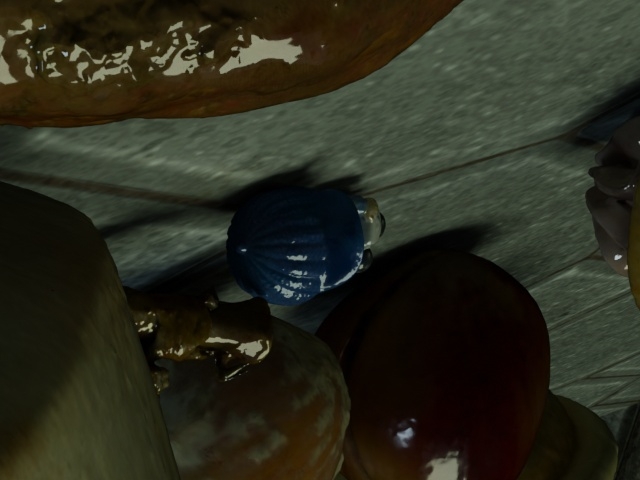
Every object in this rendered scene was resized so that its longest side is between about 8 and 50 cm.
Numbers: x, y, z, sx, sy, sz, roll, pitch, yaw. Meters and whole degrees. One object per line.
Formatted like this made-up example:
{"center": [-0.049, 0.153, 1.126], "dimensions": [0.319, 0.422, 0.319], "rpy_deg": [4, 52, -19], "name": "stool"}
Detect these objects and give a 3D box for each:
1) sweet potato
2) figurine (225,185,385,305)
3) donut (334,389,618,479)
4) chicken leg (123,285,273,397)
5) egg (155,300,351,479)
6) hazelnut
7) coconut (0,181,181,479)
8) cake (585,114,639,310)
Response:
{"center": [-0.046, -0.084, 0.570], "dimensions": [0.354, 0.095, 0.106], "rpy_deg": [-21, 126, -21], "name": "sweet potato"}
{"center": [-0.008, -0.004, 1.057], "dimensions": [0.136, 0.079, 0.077], "rpy_deg": [-43, 154, -78], "name": "figurine"}
{"center": [0.049, 0.244, 1.596], "dimensions": [0.448, 0.198, 0.449], "rpy_deg": [-18, -166, 5], "name": "donut"}
{"center": [-0.119, 0.049, 0.951], "dimensions": [0.207, 0.085, 0.101], "rpy_deg": [-1, 165, -23], "name": "chicken leg"}
{"center": [-0.093, 0.130, 1.144], "dimensions": [0.233, 0.195, 0.195], "rpy_deg": [-25, 167, 4], "name": "egg"}
{"center": [0.082, 0.096, 1.362], "dimensions": [0.208, 0.208, 0.208], "rpy_deg": [-21, 167, -5], "name": "hazelnut"}
{"center": [-0.218, 0.130, 0.654], "dimensions": [0.344, 0.415, 0.415], "rpy_deg": [-14, 168, 9], "name": "coconut"}
{"center": [0.257, -0.034, 1.169], "dimensions": [0.185, 0.178, 0.208], "rpy_deg": [-51, 148, -22], "name": "cake"}
